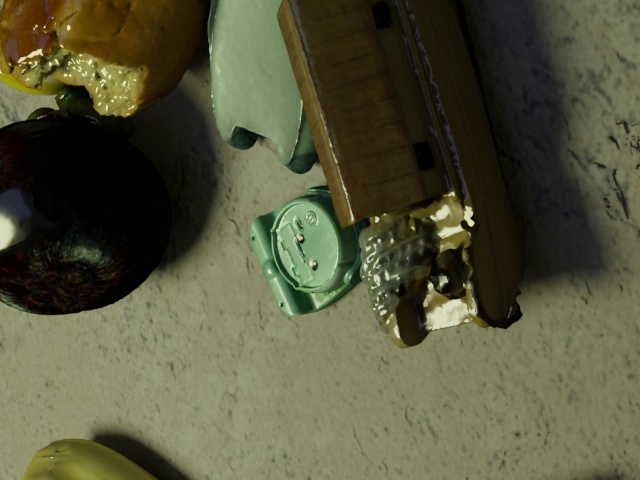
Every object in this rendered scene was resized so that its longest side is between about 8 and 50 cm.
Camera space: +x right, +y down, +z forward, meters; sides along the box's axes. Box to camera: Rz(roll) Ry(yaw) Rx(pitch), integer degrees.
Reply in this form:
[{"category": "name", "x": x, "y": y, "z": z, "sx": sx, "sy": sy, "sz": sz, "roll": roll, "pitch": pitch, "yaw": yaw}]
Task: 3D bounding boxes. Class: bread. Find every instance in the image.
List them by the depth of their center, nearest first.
[{"category": "bread", "x": -0.151, "y": -0.272, "z": 1.384, "sx": 0.149, "sy": 0.195, "sz": 0.344, "roll": 33, "pitch": 116, "yaw": 25}]

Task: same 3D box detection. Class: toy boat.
[{"category": "toy boat", "x": 0.040, "y": -0.132, "z": 1.260, "sx": 0.136, "sy": 0.162, "sz": 0.445, "roll": -18, "pitch": 85, "yaw": 46}, {"category": "toy boat", "x": -0.034, "y": -0.166, "z": 1.396, "sx": 0.134, "sy": 0.079, "sz": 0.207, "roll": 25, "pitch": 125, "yaw": 42}]

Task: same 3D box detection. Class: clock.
[{"category": "clock", "x": 0.000, "y": 0.000, "z": 1.401, "sx": 0.135, "sy": 0.041, "sz": 0.101, "roll": -36, "pitch": 73, "yaw": 41}]

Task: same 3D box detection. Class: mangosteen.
[{"category": "mangosteen", "x": -0.257, "y": -0.036, "z": 1.528, "sx": 0.216, "sy": 0.216, "sz": 0.216, "roll": 9, "pitch": 103, "yaw": 42}]

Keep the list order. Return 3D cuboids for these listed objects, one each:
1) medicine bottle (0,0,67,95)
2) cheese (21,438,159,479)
[{"category": "medicine bottle", "x": -0.251, "y": -0.255, "z": 1.536, "sx": 0.122, "sy": 0.122, "sz": 0.212, "roll": 51, "pitch": 127, "yaw": 24}, {"category": "cheese", "x": -0.201, "y": 0.362, "z": 1.583, "sx": 0.316, "sy": 0.128, "sz": 0.259, "roll": 25, "pitch": 105, "yaw": 31}]
